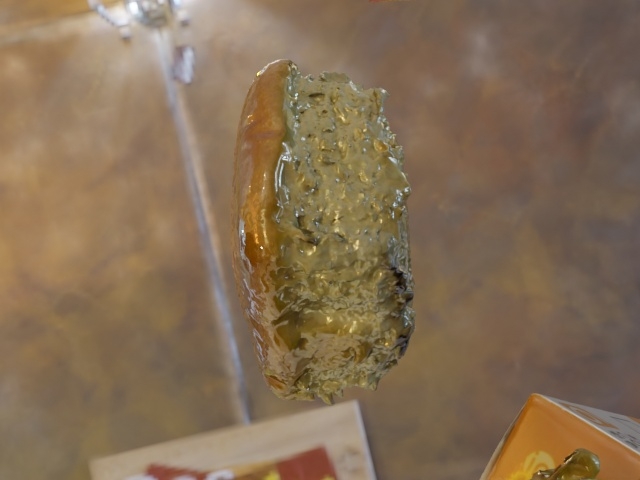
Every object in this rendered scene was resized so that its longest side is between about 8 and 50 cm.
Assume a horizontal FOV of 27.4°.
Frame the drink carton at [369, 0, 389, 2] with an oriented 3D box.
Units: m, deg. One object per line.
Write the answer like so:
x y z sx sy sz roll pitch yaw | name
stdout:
0.152 -0.267 1.169 0.222 0.071 0.096 1 32 28 | drink carton

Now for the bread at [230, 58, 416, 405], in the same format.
0.000 0.000 0.884 0.121 0.174 0.245 -8 -29 1 | bread

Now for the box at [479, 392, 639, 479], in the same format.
0.270 0.212 0.899 0.274 0.091 0.220 30 5 34 | box

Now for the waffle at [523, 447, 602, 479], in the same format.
0.105 0.254 0.768 0.052 0.254 0.245 23 -44 -6 | waffle
